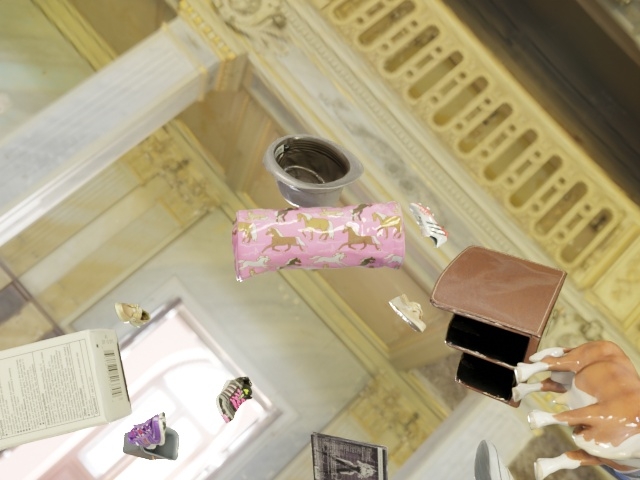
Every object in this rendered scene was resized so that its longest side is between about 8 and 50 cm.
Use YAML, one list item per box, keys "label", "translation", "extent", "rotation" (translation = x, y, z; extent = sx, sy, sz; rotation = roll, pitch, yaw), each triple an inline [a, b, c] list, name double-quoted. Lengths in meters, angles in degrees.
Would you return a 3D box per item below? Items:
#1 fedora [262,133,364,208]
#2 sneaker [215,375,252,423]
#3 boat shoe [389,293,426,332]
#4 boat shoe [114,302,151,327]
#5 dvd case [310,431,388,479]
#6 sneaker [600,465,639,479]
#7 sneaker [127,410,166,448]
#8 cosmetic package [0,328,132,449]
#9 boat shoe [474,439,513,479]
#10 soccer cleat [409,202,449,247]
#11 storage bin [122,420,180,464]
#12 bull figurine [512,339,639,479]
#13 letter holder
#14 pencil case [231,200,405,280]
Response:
- label: "fedora"
  translation: [-0.026, -0.164, 2.102]
  extent: [0.275, 0.243, 0.124]
  rotation: [36, -43, 31]
- label: "sneaker"
  translation: [-0.206, 0.381, 1.959]
  extent: [0.063, 0.075, 0.170]
  rotation: [62, 13, -14]
- label: "boat shoe"
  translation: [0.251, 0.195, 2.226]
  extent: [0.063, 0.059, 0.170]
  rotation: [55, -5, -33]
- label: "boat shoe"
  translation: [-0.444, 0.170, 1.899]
  extent: [0.135, 0.045, 0.050]
  rotation: [55, 15, -72]
- label: "dvd case"
  translation: [0.080, 0.618, 2.212]
  extent: [0.221, 0.018, 0.164]
  rotation: [6, -68, 23]
- label: "sneaker"
  translation: [0.703, 0.462, 1.649]
  extent: [0.236, 0.130, 0.323]
  rotation: [28, -14, 5]
- label: "sneaker"
  translation: [-0.388, 0.429, 1.787]
  extent: [0.170, 0.071, 0.068]
  rotation: [-47, -138, 49]
- label: "cosmetic package"
  translation: [-0.469, 0.245, 1.272]
  extent: [0.129, 0.296, 0.153]
  rotation: [52, 25, -82]
- label: "boat shoe"
  translation: [0.429, 0.587, 1.945]
  extent: [0.076, 0.226, 0.083]
  rotation: [19, -54, -12]
- label: "soccer cleat"
  translation: [0.166, -0.024, 1.262]
  extent: [0.083, 0.035, 0.029]
  rotation: [46, -19, -9]
- label: "storage bin"
  translation: [-0.446, 0.537, 2.091]
  extent: [0.091, 0.098, 0.135]
  rotation: [-21, -35, 29]
- label: "bull figurine"
  translation: [0.354, 0.219, 1.015]
  extent: [0.310, 0.188, 0.101]
  rotation: [-74, 157, -73]
- label: "letter holder"
  translation: [0.321, 0.146, 1.524]
  extent: [0.214, 0.302, 0.152]
  rotation: [19, -64, 18]
- label: "pencil case"
  translation: [0.000, 0.000, 1.760]
  extent: [0.167, 0.386, 0.160]
  rotation: [-106, -168, -77]
